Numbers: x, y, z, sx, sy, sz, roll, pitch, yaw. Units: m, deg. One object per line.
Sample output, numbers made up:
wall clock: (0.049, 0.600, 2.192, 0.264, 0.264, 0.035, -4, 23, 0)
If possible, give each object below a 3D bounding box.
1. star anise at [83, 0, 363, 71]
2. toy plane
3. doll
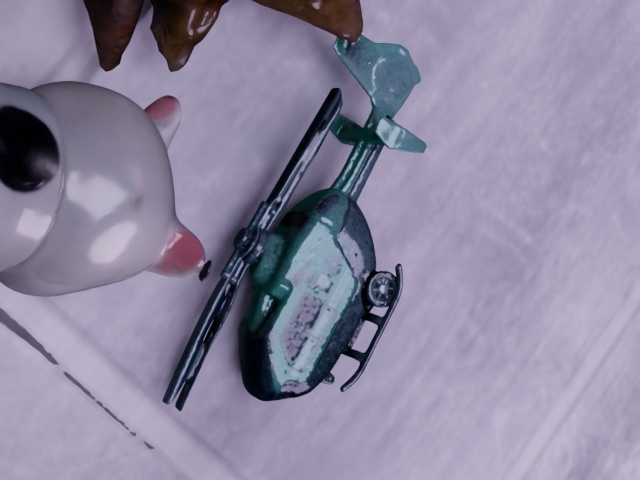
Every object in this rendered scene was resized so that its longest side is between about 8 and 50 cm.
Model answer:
star anise: (-0.091, -0.202, 0.694, 0.350, 0.109, 0.292, 30, 74, -32)
toy plane: (0.000, 0.000, 0.814, 0.096, 0.060, 0.235, 29, 84, -20)
doll: (-0.150, -0.028, 0.677, 0.181, 0.107, 0.110, 9, 70, -41)
